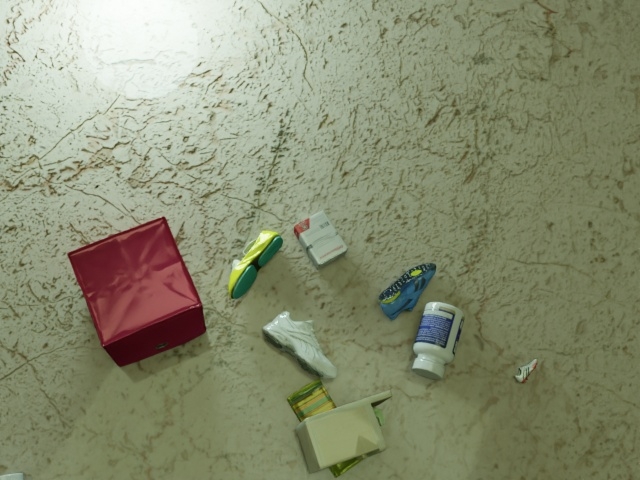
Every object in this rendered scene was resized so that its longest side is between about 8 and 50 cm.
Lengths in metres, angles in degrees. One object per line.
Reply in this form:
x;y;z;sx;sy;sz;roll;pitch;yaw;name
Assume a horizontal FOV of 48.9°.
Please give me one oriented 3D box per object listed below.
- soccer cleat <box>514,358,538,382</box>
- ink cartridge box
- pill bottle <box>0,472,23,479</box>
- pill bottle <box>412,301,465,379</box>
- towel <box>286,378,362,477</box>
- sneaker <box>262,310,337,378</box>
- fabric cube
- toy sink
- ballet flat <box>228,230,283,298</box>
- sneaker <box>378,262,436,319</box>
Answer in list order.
0.562;0.352;1.921;0.035;0.029;0.083;40;75;4;soccer cleat
0.000;0.000;1.975;0.099;0.056;0.135;-28;75;-15;ink cartridge box
-0.723;0.646;1.626;0.108;0.108;0.194;-9;71;-10;pill bottle
0.310;0.270;1.879;0.111;0.112;0.187;20;68;1;pill bottle
0.017;0.481;1.816;0.102;0.021;0.237;-30;76;-15;towel
-0.035;0.268;1.856;0.232;0.090;0.115;38;67;7;sneaker
-0.448;0.136;1.768;0.254;0.258;0.259;-21;73;-14;fabric cube
0.076;0.478;1.738;0.234;0.153;0.131;-15;72;-18;toy sink
-0.195;0.061;1.930;0.077;0.077;0.231;26;65;26;ballet flat
0.250;0.141;1.955;0.209;0.069;0.082;-36;110;-26;sneaker
